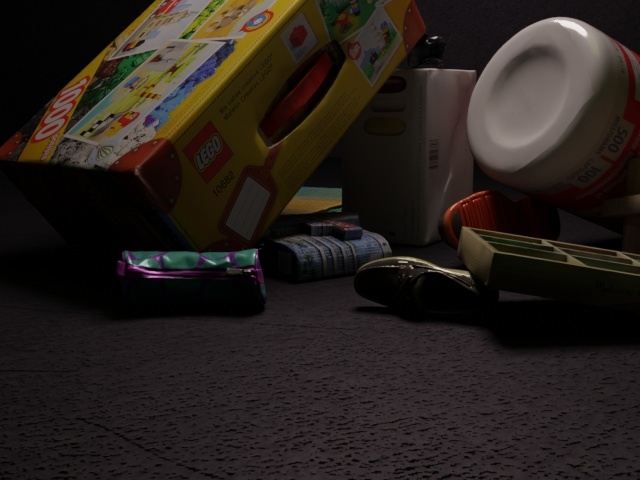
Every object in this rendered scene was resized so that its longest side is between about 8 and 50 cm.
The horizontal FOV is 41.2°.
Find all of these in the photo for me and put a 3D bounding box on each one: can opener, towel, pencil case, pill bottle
[{"bbox_3d":[0.165,-0.296,1.330,0.059,0.073,0.186,-7,1,6],"label":"can opener"},{"bbox_3d":[-0.072,-0.057,1.564,0.272,0.040,0.370,4,12,31],"label":"towel"},{"bbox_3d":[-0.134,0.039,0.898,0.152,0.064,0.070,-2,-15,-4],"label":"pencil case"},{"bbox_3d":[0.422,-0.131,1.192,0.408,0.229,0.229,17,-2,-33],"label":"pill bottle"}]

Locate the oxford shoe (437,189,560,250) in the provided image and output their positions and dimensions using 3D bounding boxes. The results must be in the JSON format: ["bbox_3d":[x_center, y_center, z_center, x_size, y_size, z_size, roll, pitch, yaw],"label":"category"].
[{"bbox_3d":[0.232,-0.013,1.180,0.098,0.096,0.271,-15,-9,41],"label":"oxford shoe"}]

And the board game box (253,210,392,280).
[{"bbox_3d":[0.000,0.000,1.144,0.194,0.060,0.194,-8,12,-34],"label":"board game box"}]

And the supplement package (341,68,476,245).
[{"bbox_3d":[0.142,-0.138,1.351,0.145,0.261,0.204,5,11,30],"label":"supplement package"}]

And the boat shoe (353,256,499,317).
[{"bbox_3d":[0.103,0.047,0.867,0.152,0.056,0.049,3,5,21],"label":"boat shoe"}]

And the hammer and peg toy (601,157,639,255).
[{"bbox_3d":[0.543,-0.026,0.975,0.362,0.127,0.266,5,-3,-11],"label":"hammer and peg toy"}]

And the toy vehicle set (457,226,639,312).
[{"bbox_3d":[0.283,0.035,0.860,0.267,0.035,0.166,9,9,-3],"label":"toy vehicle set"}]

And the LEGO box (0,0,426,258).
[{"bbox_3d":[-0.150,-0.204,1.191,0.373,0.193,0.500,8,52,44],"label":"LEGO box"}]
